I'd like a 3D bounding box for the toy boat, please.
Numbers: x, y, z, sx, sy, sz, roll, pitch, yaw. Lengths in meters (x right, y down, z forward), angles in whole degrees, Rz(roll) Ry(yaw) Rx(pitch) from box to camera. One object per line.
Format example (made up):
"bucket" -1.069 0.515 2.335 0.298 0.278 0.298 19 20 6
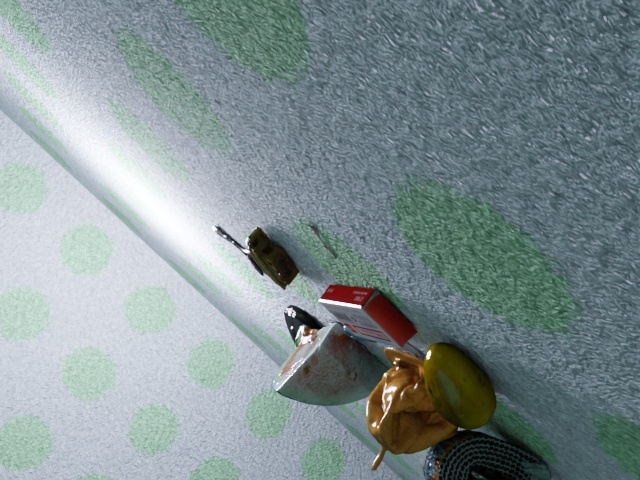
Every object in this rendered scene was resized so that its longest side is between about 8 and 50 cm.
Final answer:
"toy boat" -0.108 0.042 1.470 0.077 0.057 0.201 20 153 42

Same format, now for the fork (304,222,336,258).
"fork" 0.001 -0.001 1.184 0.016 0.012 0.115 28 165 50

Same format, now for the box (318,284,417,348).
"box" 0.090 0.148 1.297 0.123 0.050 0.229 44 164 -15

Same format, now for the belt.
"belt" 0.349 0.515 1.352 0.257 0.207 0.150 29 172 -3

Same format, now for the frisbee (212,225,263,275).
"frisbee" -0.196 0.046 1.768 0.210 0.012 0.187 28 160 38

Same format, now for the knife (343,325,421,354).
"knife" 0.129 0.212 1.423 0.058 0.032 0.244 54 157 -23

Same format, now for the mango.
"mango" 0.240 0.258 1.151 0.195 0.098 0.137 56 164 -27

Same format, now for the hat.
"hat" 0.181 0.391 1.363 0.244 0.233 0.233 41 162 -9

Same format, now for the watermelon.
"watermelon" -0.009 0.302 1.659 0.319 0.289 0.214 33 127 40

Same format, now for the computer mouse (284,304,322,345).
"computer mouse" -0.027 0.305 1.928 0.137 0.086 0.270 17 150 54
